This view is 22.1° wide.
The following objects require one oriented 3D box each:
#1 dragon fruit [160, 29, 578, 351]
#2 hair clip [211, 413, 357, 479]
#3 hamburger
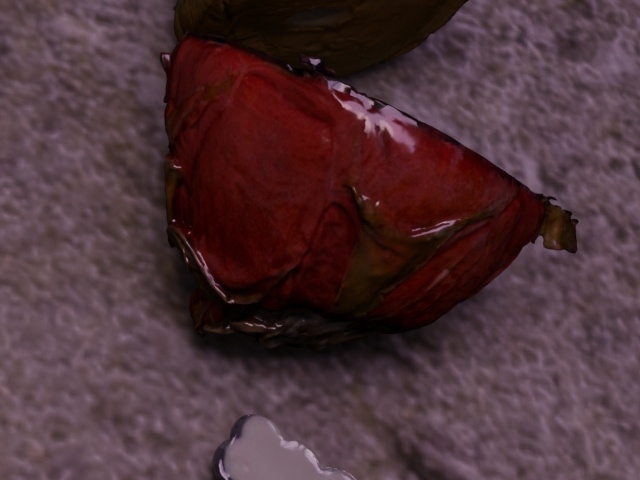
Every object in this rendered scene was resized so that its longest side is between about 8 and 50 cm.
[{"bbox_3d":[-0.004,-0.002,0.882,0.224,0.218,0.148,29,84,-43],"label":"dragon fruit"},{"bbox_3d":[0.025,0.192,0.841,0.220,0.054,0.140,28,61,3],"label":"hair clip"},{"bbox_3d":[0.006,-0.180,0.952,0.189,0.215,0.122,-8,74,-18],"label":"hamburger"}]
